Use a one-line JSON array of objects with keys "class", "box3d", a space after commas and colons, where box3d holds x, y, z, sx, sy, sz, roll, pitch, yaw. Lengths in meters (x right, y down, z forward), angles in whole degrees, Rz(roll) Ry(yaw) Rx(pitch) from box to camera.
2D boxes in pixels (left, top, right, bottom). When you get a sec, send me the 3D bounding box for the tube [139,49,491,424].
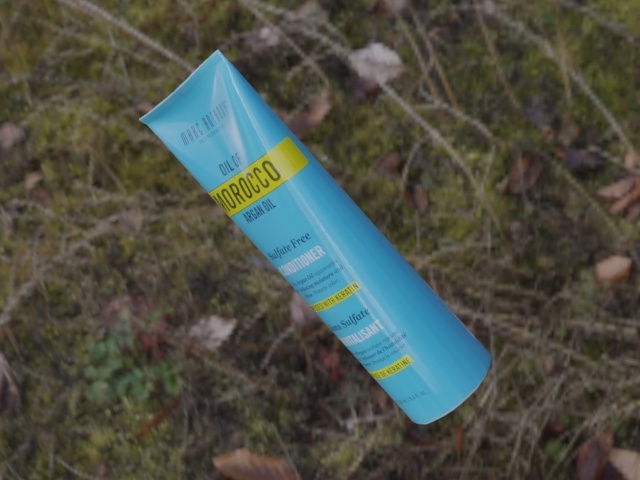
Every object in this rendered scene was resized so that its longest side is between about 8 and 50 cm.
[{"class": "tube", "box3d": [0.000, 0.000, 0.671, 0.207, 0.080, 0.052, 48, 46, -10]}]
